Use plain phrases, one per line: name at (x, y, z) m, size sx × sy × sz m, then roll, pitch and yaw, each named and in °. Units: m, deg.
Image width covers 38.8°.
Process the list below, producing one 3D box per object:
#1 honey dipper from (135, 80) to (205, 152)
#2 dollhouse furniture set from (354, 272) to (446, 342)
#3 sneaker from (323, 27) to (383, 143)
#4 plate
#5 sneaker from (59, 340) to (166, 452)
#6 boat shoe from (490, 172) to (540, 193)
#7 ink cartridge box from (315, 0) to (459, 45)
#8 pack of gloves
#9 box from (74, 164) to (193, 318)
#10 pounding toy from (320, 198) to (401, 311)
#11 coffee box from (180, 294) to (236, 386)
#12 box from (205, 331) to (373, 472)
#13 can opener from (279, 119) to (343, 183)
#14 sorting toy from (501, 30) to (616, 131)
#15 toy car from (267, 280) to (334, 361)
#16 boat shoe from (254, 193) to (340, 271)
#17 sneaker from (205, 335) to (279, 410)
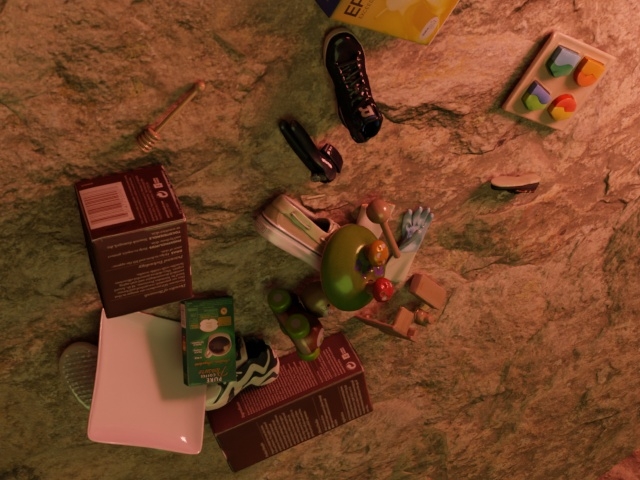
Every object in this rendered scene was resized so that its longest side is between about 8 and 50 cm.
honey dipper at (-0.262, -0.220, 1.593) m, size 0.161 × 0.030 × 0.030 m, roll -45°, pitch 136°, yaw 12°
dollhouse furniture set at (0.195, 0.155, 2.198) m, size 0.144 × 0.123 × 0.151 m, roll 34°, pitch 74°, yaw -45°
sneaker at (0.070, -0.272, 1.651) m, size 0.079 × 0.121 × 0.217 m, roll -24°, pitch 137°, yaw -8°
plate at (-0.359, 0.295, 1.897) m, size 0.277 × 0.278 × 0.045 m, roll 20°, pitch 154°, yaw -40°
sneaker at (-0.434, 0.323, 1.963) m, size 0.126 × 0.127 × 0.321 m, roll -39°, pitch 112°, yaw 5°
boat shoe at (0.437, -0.123, 2.045) m, size 0.133 × 0.049 × 0.042 m, roll -7°, pitch 125°, yaw -29°
ink cartridge box at (0.133, -0.483, 1.496) m, size 0.307 × 0.072 × 0.303 m, roll 4°, pitch 138°, yaw -35°
pack of gloves at (0.151, 0.020, 2.032) m, size 0.195 × 0.046 × 0.232 m, roll -3°, pitch 131°, yaw -27°
box at (-0.338, 0.001, 1.658) m, size 0.167 × 0.168 × 0.203 m, roll -15°, pitch 136°, yaw -17°
pounding toy at (0.113, 0.043, 1.875) m, size 0.237 × 0.110 × 0.183 m, roll -49°, pitch 128°, yaw -32°
coffee box at (-0.239, 0.213, 1.933) m, size 0.113 × 0.040 × 0.184 m, roll -5°, pitch 93°, yaw -27°
box at (-0.078, 0.392, 2.198) m, size 0.381 × 0.143 × 0.191 m, roll -23°, pitch 138°, yaw -9°
can opener at (-0.023, -0.172, 1.756) m, size 0.059 × 0.073 × 0.186 m, roll -7°, pitch 147°, yaw 36°
sorting toy at (0.501, -0.324, 1.895) m, size 0.208 × 0.038 × 0.193 m, roll 10°, pitch 125°, yaw -35°
toy car at (-0.001, 0.150, 2.009) m, size 0.188 × 0.149 × 0.155 m, roll -33°, pitch 150°, yaw -8°
boat shoe at (0.000, 0.000, 1.888) m, size 0.302 × 0.109 × 0.094 m, roll 26°, pitch 110°, yaw -40°
sneaker at (-0.206, 0.285, 2.058) m, size 0.235 × 0.094 × 0.153 m, roll -16°, pitch 135°, yaw -14°
